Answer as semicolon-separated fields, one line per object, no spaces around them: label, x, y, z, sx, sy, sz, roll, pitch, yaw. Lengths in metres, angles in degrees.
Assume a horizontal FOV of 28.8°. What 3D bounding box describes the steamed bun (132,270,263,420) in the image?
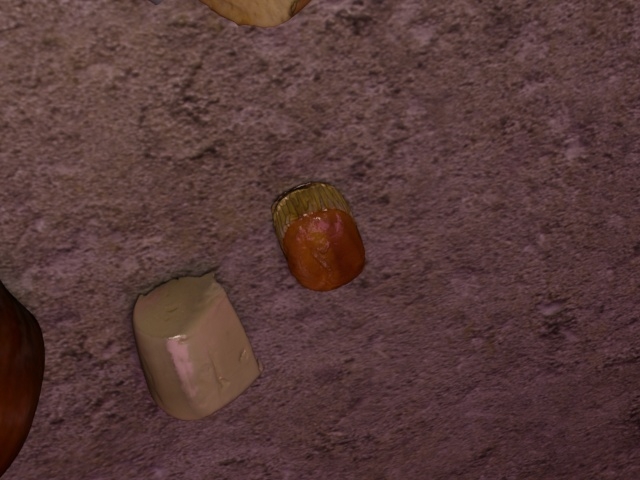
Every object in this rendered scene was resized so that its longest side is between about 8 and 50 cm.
steamed bun;-0.220;0.164;2.067;0.200;0.170;0.225;-37;129;-37

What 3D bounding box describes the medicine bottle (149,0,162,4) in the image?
medicine bottle;-0.269;-0.375;1.509;0.217;0.090;0.090;34;113;-23

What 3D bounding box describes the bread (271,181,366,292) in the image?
bread;0.000;0.000;2.037;0.132;0.114;0.190;-24;132;1

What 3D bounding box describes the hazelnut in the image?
hazelnut;-0.575;0.215;1.824;0.366;0.366;0.366;-14;136;-14

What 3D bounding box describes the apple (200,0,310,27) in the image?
apple;-0.077;-0.426;1.523;0.163;0.251;0.293;-43;148;-35
